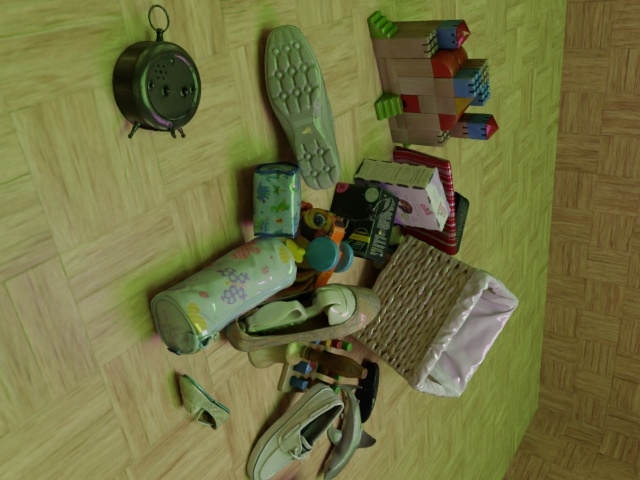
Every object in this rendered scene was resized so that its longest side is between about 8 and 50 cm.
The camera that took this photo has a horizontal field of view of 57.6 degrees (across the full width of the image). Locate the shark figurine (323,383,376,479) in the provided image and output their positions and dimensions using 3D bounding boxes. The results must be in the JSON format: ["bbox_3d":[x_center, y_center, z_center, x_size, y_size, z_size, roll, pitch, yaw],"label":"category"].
[{"bbox_3d":[0.094,0.488,1.530,0.166,0.116,0.278,-7,107,-56],"label":"shark figurine"}]

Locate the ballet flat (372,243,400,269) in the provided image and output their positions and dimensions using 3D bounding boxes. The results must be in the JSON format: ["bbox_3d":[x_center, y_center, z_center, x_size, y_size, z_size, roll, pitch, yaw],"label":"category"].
[{"bbox_3d":[0.213,0.049,1.618,0.232,0.080,0.073,6,123,-54],"label":"ballet flat"}]

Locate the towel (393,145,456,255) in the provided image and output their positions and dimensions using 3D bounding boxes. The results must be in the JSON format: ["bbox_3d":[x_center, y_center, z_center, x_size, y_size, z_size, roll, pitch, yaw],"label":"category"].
[{"bbox_3d":[0.277,-0.103,1.544,0.031,0.199,0.275,-28,124,-27],"label":"towel"}]

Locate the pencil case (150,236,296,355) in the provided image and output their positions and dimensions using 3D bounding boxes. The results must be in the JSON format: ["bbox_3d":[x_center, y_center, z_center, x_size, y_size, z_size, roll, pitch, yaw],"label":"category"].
[{"bbox_3d":[-0.161,0.088,1.016,0.273,0.124,0.114,-35,127,-47],"label":"pencil case"}]

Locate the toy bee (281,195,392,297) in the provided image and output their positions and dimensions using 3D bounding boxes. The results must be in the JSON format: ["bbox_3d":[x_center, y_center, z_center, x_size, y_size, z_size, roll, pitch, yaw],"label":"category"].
[{"bbox_3d":[0.000,0.000,1.230,0.298,0.162,0.195,-46,155,-8],"label":"toy bee"}]

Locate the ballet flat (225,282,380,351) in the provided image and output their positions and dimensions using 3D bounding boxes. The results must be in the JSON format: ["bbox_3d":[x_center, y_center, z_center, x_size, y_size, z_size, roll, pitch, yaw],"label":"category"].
[{"bbox_3d":[-0.025,0.141,1.112,0.315,0.108,0.106,-15,151,-14],"label":"ballet flat"}]

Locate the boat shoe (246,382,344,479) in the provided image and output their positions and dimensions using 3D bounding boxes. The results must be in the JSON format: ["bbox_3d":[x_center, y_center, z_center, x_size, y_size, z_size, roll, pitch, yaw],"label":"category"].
[{"bbox_3d":[-0.054,0.429,1.266,0.258,0.084,0.095,-50,132,-8],"label":"boat shoe"}]

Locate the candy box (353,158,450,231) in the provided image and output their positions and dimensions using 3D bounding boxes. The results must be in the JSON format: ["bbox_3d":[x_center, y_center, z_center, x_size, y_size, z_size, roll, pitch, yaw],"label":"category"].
[{"bbox_3d":[0.201,-0.111,1.419,0.070,0.196,0.165,-60,143,-25],"label":"candy box"}]

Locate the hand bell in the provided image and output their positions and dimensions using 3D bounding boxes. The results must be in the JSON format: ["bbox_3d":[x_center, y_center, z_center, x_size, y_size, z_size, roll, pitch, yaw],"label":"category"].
[{"bbox_3d":[-0.015,0.232,1.168,0.126,0.242,0.126,-23,119,-50],"label":"hand bell"}]

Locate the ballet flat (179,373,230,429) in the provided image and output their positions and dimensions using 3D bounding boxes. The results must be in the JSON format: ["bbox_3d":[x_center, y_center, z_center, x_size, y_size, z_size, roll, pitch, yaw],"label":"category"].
[{"bbox_3d":[-0.217,0.303,1.064,0.052,0.057,0.168,-51,139,-19],"label":"ballet flat"}]

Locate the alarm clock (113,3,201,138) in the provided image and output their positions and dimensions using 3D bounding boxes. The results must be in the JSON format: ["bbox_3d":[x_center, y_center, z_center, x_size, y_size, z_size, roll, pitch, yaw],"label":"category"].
[{"bbox_3d":[-0.236,-0.247,0.860,0.129,0.064,0.192,-16,110,-53],"label":"alarm clock"}]

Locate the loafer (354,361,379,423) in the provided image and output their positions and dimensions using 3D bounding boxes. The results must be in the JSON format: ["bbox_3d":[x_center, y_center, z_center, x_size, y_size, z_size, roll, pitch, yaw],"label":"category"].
[{"bbox_3d":[0.135,0.422,1.614,0.061,0.062,0.170,18,86,-61],"label":"loafer"}]

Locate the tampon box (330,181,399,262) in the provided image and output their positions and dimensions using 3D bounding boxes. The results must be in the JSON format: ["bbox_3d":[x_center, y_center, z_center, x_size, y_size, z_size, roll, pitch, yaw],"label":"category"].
[{"bbox_3d":[0.094,-0.042,1.351,0.101,0.120,0.161,17,85,-57],"label":"tampon box"}]

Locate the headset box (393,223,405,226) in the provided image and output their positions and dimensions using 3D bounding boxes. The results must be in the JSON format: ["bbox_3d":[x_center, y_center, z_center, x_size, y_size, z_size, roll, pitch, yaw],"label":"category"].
[{"bbox_3d":[0.204,-0.076,1.555,0.032,0.062,0.083,33,73,-54],"label":"headset box"}]

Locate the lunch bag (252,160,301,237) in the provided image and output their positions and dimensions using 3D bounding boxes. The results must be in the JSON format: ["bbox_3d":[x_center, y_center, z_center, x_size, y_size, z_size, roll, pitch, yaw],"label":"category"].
[{"bbox_3d":[-0.080,-0.082,1.111,0.151,0.096,0.129,-65,159,-75],"label":"lunch bag"}]

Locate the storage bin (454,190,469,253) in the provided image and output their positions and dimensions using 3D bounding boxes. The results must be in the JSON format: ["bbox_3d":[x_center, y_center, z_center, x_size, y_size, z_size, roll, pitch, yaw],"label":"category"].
[{"bbox_3d":[0.358,-0.056,1.734,0.084,0.122,0.180,15,87,-56],"label":"storage bin"}]

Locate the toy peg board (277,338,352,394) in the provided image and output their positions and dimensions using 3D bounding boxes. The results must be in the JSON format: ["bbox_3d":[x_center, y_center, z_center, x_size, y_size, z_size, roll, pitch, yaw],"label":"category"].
[{"bbox_3d":[-0.002,0.282,1.350,0.160,0.079,0.161,26,78,-56],"label":"toy peg board"}]

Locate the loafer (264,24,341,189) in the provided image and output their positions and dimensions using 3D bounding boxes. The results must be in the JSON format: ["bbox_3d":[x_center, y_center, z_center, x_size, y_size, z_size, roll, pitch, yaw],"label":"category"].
[{"bbox_3d":[-0.034,-0.254,1.130,0.111,0.112,0.320,-95,172,-64],"label":"loafer"}]

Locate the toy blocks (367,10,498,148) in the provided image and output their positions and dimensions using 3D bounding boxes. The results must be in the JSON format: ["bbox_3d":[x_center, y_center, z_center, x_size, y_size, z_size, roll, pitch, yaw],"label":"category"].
[{"bbox_3d":[0.286,-0.373,1.403,0.191,0.260,0.381,-51,137,-34],"label":"toy blocks"}]

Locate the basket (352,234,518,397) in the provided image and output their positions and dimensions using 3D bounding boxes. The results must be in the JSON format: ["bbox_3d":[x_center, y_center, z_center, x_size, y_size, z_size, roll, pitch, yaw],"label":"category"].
[{"bbox_3d":[0.299,0.198,1.528,0.331,0.266,0.328,-57,145,3],"label":"basket"}]
